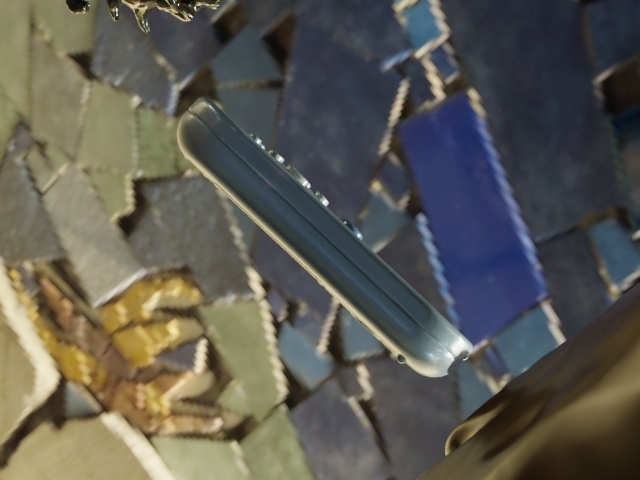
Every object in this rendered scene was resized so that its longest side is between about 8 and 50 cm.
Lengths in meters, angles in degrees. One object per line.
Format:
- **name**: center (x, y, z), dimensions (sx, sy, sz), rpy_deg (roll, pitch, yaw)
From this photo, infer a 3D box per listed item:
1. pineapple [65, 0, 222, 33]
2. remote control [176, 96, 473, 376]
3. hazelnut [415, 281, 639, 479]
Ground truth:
- **pineapple**: center (-0.060, -0.154, 0.579), dimensions (0.166, 0.193, 0.166), rpy_deg (0, 84, -2)
- **remote control**: center (0.000, 0.000, 1.077), dimensions (0.244, 0.087, 0.047), rpy_deg (43, 87, 3)
- **hazelnut**: center (0.209, 0.188, 0.731), dimensions (0.402, 0.429, 0.402), rpy_deg (28, 40, -27)
